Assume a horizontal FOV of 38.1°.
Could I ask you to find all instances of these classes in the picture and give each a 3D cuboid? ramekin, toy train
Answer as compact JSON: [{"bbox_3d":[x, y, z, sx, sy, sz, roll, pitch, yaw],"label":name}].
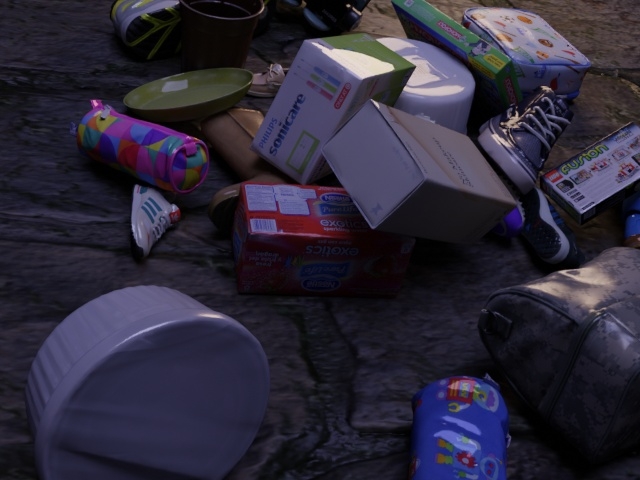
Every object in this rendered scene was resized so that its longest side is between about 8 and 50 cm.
[{"bbox_3d":[0.167,-0.283,1.812,0.277,0.135,0.277,8,38,-7],"label":"ramekin"},{"bbox_3d":[-0.202,0.174,1.038,0.273,0.272,0.127,-15,34,-31],"label":"ramekin"},{"bbox_3d":[-0.025,-0.609,2.108,0.334,0.142,0.190,41,35,0],"label":"toy train"}]

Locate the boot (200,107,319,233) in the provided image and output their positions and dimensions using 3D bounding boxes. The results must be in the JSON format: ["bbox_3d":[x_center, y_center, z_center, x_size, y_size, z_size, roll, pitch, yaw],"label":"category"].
[{"bbox_3d":[-0.136,-0.123,1.567,0.236,0.089,0.269,-2,40,-39],"label":"boot"}]

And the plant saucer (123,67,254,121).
[{"bbox_3d":[-0.237,-0.263,1.689,0.241,0.037,0.241,-8,24,4],"label":"plant saucer"}]

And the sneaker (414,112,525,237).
[{"bbox_3d":[0.215,-0.084,1.618,0.146,0.102,0.293,-36,65,-23],"label":"sneaker"}]

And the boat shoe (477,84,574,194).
[{"bbox_3d":[0.377,-0.197,1.663,0.127,0.158,0.340,47,16,-12],"label":"boat shoe"}]

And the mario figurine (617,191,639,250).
[{"bbox_3d":[0.584,-0.095,1.665,0.198,0.170,0.320,30,39,-24],"label":"mario figurine"}]

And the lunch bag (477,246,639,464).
[{"bbox_3d":[0.402,0.132,1.299,0.305,0.212,0.256,-15,43,-35],"label":"lunch bag"}]

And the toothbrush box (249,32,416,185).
[{"bbox_3d":[0.027,-0.231,1.580,0.122,0.206,0.283,36,24,12],"label":"toothbrush box"}]

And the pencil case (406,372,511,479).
[{"bbox_3d":[0.164,0.299,1.096,0.133,0.119,0.306,15,38,-1],"label":"pencil case"}]

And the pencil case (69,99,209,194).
[{"bbox_3d":[-0.293,-0.151,1.502,0.236,0.104,0.104,22,37,28],"label":"pencil case"}]

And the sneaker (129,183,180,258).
[{"bbox_3d":[-0.255,-0.033,1.435,0.075,0.057,0.161,0,37,-8],"label":"sneaker"}]

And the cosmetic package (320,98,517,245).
[{"bbox_3d":[0.157,-0.094,1.403,0.309,0.113,0.160,8,45,-56],"label":"cosmetic package"}]

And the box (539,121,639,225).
[{"bbox_3d":[0.503,-0.120,1.628,0.207,0.036,0.114,-30,51,-10],"label":"box"}]

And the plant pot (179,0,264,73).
[{"bbox_3d":[-0.207,-0.400,1.822,0.167,0.165,0.167,9,38,-7],"label":"plant pot"}]

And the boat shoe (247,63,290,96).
[{"bbox_3d":[-0.085,-0.324,1.849,0.170,0.059,0.063,-4,41,-22],"label":"boat shoe"}]

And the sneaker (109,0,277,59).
[{"bbox_3d":[-0.260,-0.494,1.944,0.385,0.145,0.147,-19,48,-36],"label":"sneaker"}]

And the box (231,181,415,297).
[{"bbox_3d":[0.000,0.000,1.416,0.257,0.122,0.128,2,40,-15],"label":"box"}]

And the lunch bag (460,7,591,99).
[{"bbox_3d":[0.458,-0.419,2.090,0.243,0.115,0.303,-1,39,-22],"label":"lunch bag"}]

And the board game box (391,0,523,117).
[{"bbox_3d":[0.289,-0.372,1.913,0.046,0.213,0.317,-43,55,-2],"label":"board game box"}]

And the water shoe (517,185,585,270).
[{"bbox_3d":[0.395,-0.017,1.618,0.080,0.073,0.203,30,28,-26],"label":"water shoe"}]
